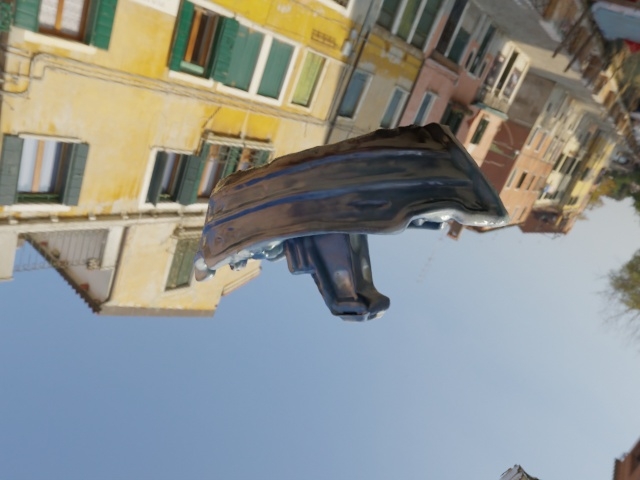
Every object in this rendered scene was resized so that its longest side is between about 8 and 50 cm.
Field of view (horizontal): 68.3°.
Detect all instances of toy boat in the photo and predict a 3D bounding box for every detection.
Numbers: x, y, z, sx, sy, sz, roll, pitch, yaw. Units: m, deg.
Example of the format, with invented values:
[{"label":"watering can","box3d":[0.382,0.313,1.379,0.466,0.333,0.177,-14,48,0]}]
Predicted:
[{"label":"toy boat","box3d":[0.000,0.000,0.406,0.309,0.143,0.129,-11,174,32]}]

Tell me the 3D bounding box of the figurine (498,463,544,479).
[{"label":"figurine","box3d":[0.184,0.244,0.301,0.192,0.126,0.147,47,175,22]}]
